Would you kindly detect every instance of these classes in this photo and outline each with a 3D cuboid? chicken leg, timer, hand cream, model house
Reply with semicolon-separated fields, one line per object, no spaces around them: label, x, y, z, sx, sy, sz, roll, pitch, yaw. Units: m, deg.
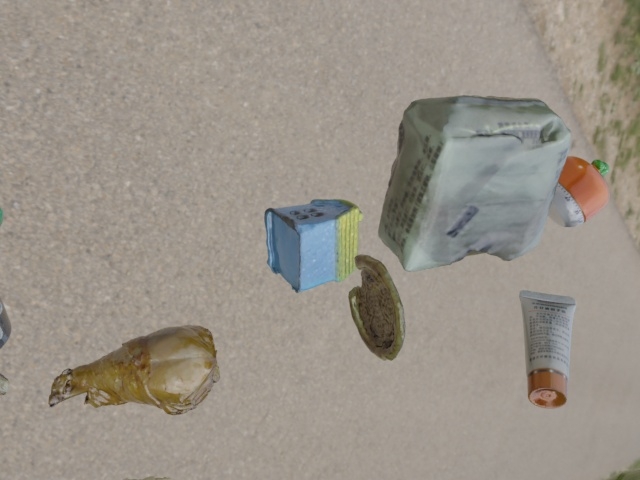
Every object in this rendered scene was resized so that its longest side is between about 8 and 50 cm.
chicken leg;-0.393;0.283;1.408;0.295;0.409;0.182;-64;137;-73
timer;0.424;-0.092;1.067;0.099;0.136;0.136;42;69;-43
hand cream;0.537;0.241;1.535;0.089;0.139;0.314;85;20;-47
model house;0.000;0.000;2.048;0.303;0.215;0.237;-11;115;-24

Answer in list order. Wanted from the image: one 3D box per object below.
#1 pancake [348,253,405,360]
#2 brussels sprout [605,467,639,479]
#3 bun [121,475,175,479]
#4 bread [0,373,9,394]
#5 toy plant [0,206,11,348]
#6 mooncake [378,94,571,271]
pancake;0.112;0.137;1.297;0.029;0.212;0.235;-14;131;-21
brussels sprout;0.653;0.624;1.225;0.342;0.425;0.361;54;9;-12
bun;-0.421;0.783;1.675;0.202;0.364;0.364;5;101;-36
bread;-0.777;0.273;1.402;0.214;0.073;0.053;36;59;-23
toy plant;-0.695;0.045;1.165;0.185;0.279;0.400;-104;-173;-50
mooncake;0.215;-0.087;0.903;0.250;0.136;0.254;-9;131;-24
